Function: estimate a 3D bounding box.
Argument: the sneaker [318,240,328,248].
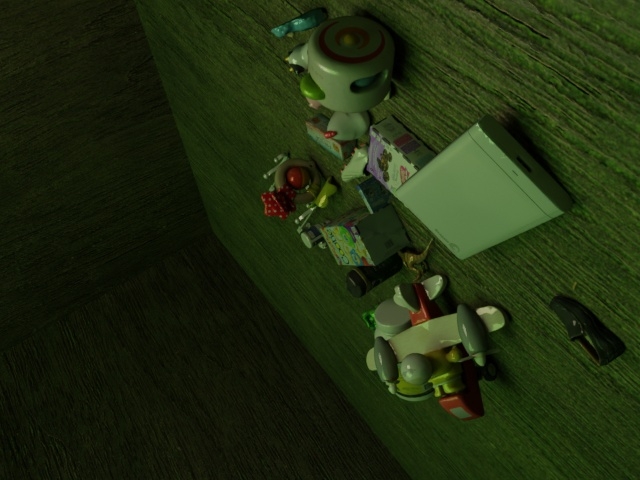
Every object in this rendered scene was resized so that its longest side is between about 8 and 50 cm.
[{"bbox_3d":[0.000,0.000,2.291,0.083,0.031,0.037,42,156,37],"label":"sneaker"}]

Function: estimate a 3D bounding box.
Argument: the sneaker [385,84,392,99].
[{"bbox_3d":[0.102,-0.379,1.370,0.161,0.075,0.057,48,159,29],"label":"sneaker"}]

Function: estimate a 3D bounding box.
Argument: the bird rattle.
[{"bbox_3d":[-0.082,-0.178,1.924,0.143,0.253,0.207,119,141,-69],"label":"bird rattle"}]

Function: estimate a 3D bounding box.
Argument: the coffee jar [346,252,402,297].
[{"bbox_3d":[0.166,0.102,1.793,0.079,0.184,0.096,49,159,25],"label":"coffee jar"}]

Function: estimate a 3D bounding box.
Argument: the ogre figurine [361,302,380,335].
[{"bbox_3d":[0.223,0.302,2.109,0.118,0.097,0.197,48,173,-5],"label":"ogre figurine"}]

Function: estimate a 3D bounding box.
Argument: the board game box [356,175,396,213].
[{"bbox_3d":[0.158,-0.135,1.588,0.090,0.090,0.020,61,160,-9],"label":"board game box"}]

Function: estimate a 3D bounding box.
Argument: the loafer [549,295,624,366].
[{"bbox_3d":[0.539,0.185,1.174,0.170,0.061,0.062,46,159,33],"label":"loafer"}]

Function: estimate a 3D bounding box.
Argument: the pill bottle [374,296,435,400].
[{"bbox_3d":[0.288,0.358,1.885,0.188,0.187,0.334,31,147,54],"label":"pill bottle"}]

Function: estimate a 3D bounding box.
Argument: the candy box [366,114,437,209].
[{"bbox_3d":[0.206,-0.187,1.415,0.196,0.070,0.165,48,159,27],"label":"candy box"}]

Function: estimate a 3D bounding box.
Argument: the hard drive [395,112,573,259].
[{"bbox_3d":[0.322,-0.093,1.195,0.233,0.047,0.353,45,156,-1],"label":"hard drive"}]

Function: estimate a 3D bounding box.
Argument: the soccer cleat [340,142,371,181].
[{"bbox_3d":[0.111,-0.206,1.641,0.076,0.068,0.196,52,158,8],"label":"soccer cleat"}]

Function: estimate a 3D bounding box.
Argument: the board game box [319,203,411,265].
[{"bbox_3d":[0.131,-0.017,1.760,0.142,0.144,0.275,62,160,-9],"label":"board game box"}]

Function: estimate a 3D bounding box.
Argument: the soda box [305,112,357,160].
[{"bbox_3d":[0.032,-0.309,1.684,0.183,0.058,0.063,43,156,40],"label":"soda box"}]

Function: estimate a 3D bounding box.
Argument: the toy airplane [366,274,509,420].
[{"bbox_3d":[0.306,0.293,1.586,0.384,0.272,0.386,25,123,31],"label":"toy airplane"}]

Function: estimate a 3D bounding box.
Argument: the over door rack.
[{"bbox_3d":[-0.122,-0.168,2.221,0.240,0.108,0.324,55,161,10],"label":"over door rack"}]

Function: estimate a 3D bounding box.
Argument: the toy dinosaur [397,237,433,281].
[{"bbox_3d":[0.273,0.057,1.644,0.112,0.064,0.211,63,161,-9],"label":"toy dinosaur"}]

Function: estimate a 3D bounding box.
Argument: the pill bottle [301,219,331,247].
[{"bbox_3d":[-0.008,-0.028,2.127,0.067,0.120,0.067,49,159,26],"label":"pill bottle"}]

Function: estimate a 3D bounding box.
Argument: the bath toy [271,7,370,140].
[{"bbox_3d":[0.004,-0.414,1.485,0.348,0.129,0.151,63,161,-16],"label":"bath toy"}]

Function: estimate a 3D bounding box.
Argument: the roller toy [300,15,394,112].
[{"bbox_3d":[0.067,-0.398,1.257,0.191,0.209,0.146,16,149,10],"label":"roller toy"}]
